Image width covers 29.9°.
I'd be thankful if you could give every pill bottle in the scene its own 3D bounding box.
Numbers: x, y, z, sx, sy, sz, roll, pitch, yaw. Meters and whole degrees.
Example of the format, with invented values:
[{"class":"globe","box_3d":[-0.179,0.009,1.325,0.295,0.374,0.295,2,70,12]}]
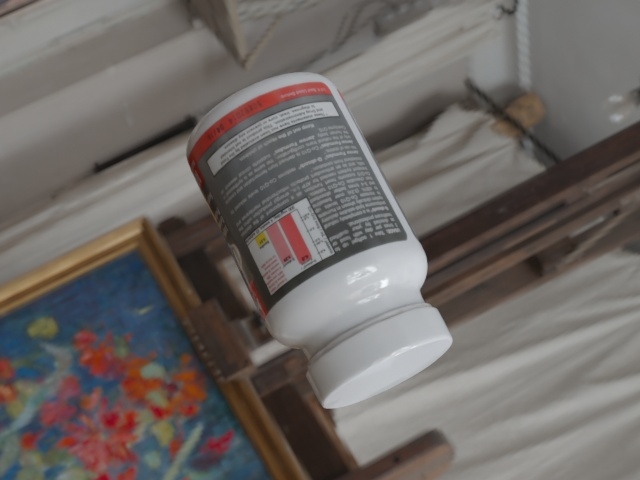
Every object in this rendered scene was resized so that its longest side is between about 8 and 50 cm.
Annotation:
[{"class":"pill bottle","box_3d":[0.000,0.000,1.427,0.210,0.210,0.363,99,-33,-69]}]
